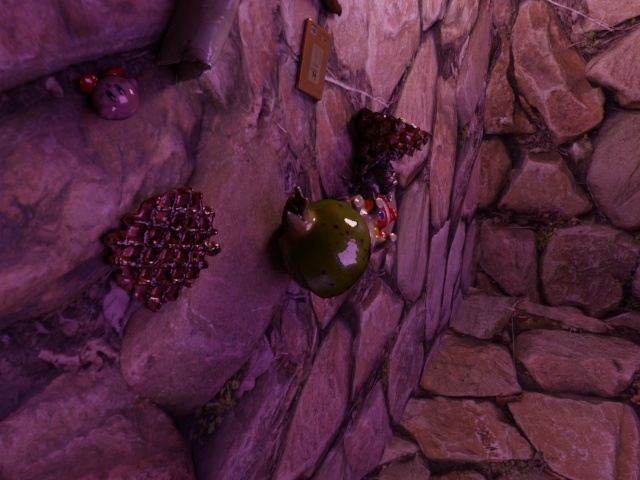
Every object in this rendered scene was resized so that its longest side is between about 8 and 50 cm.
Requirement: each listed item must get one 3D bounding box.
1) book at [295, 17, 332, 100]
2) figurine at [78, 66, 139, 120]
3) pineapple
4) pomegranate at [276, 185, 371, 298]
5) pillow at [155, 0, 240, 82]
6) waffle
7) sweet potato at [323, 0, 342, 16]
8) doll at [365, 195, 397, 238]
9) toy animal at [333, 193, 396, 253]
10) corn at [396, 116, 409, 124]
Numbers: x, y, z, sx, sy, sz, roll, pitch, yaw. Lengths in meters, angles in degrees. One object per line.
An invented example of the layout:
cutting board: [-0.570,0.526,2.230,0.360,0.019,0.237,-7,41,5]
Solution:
book: [-0.016,-0.464,1.130,0.118,0.012,0.172,0,102,-59]
figurine: [-0.315,-0.222,0.674,0.083,0.071,0.067,-46,-179,-29]
pineapple: [0.198,-0.252,1.401,0.262,0.262,0.272,-2,115,-59]
pomegranate: [0.000,0.000,1.132,0.261,0.260,0.341,-63,144,-22]
pillow: [-0.201,-0.371,0.749,0.077,0.134,0.182,22,82,-47]
waffle: [-0.286,0.010,0.832,0.234,0.055,0.221,-49,142,-31]
sweet potato: [0.005,-0.625,1.062,0.249,0.059,0.069,-2,123,-62]
doll: [0.169,-0.068,1.501,0.336,0.105,0.200,-37,111,-49]
toy animal: [0.122,-0.055,1.305,0.121,0.233,0.169,-12,158,-31]
corn: [0.325,-0.405,1.670,0.206,0.067,0.068,28,77,-59]
